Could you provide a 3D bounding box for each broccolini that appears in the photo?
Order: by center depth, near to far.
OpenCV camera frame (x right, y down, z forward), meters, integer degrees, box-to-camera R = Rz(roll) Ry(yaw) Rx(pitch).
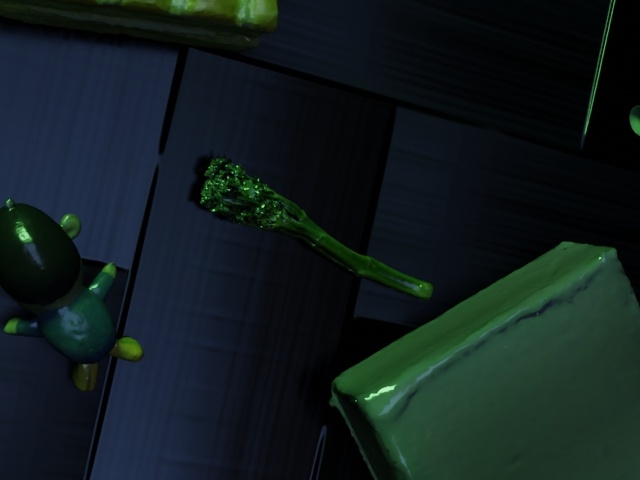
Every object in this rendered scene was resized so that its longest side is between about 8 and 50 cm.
[{"bbox_3d":[0.000,0.000,0.988,0.239,0.054,0.051,30,69,-21],"label":"broccolini"}]

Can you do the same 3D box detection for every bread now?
[{"bbox_3d":[-0.148,-0.290,0.887,0.239,0.111,0.246,5,91,-20],"label":"bread"}]

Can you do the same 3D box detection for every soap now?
[{"bbox_3d":[0.193,0.192,1.030,0.285,0.107,0.296,-27,100,-17],"label":"soap"}]

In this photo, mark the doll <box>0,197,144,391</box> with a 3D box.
[{"bbox_3d":[-0.211,0.039,0.900,0.102,0.089,0.179,-31,125,-15],"label":"doll"}]

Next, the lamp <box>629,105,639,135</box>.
[{"bbox_3d":[0.349,-0.082,1.112,0.054,0.041,0.121,-21,96,-26],"label":"lamp"}]
